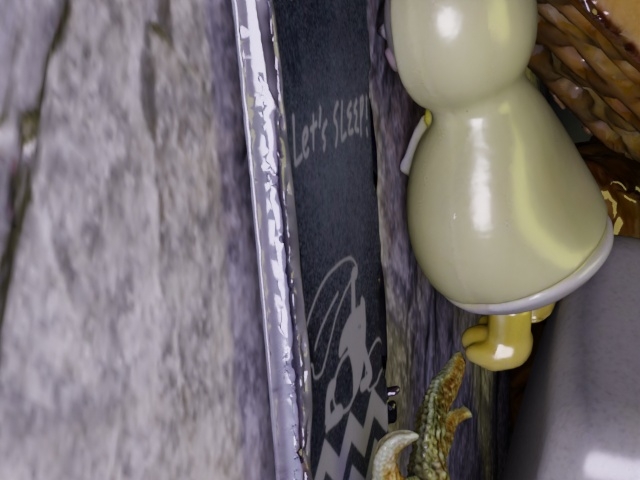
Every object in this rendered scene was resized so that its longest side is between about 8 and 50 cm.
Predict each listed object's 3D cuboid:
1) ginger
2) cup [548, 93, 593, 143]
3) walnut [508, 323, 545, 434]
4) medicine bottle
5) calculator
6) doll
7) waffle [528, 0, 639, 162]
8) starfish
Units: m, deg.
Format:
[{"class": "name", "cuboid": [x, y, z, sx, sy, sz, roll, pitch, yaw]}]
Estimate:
[{"class": "ginger", "cuboid": [0.210, -0.008, 1.098, 0.165, 0.172, 0.321, -54, 166, 6]}, {"class": "cup", "cuboid": [0.414, -0.162, 1.628, 0.163, 0.347, 0.347, 55, 32, -30]}, {"class": "walnut", "cuboid": [0.271, 0.148, 1.260, 0.336, 0.208, 0.209, -104, -173, -72]}, {"class": "medicine bottle", "cuboid": [0.188, 0.192, 0.950, 0.282, 0.122, 0.375, -68, 166, -48]}, {"class": "calculator", "cuboid": [-0.001, 0.000, 0.578, 0.165, 0.028, 0.274, -33, 120, -71]}, {"class": "doll", "cuboid": [0.092, -0.065, 0.791, 0.141, 0.117, 0.296, -46, 123, -42]}, {"class": "waffle", "cuboid": [0.208, -0.132, 0.873, 0.224, 0.098, 0.328, 45, 3, -13]}, {"class": "starfish", "cuboid": [0.044, 0.151, 0.657, 0.217, 0.050, 0.223, 99, 17, -46]}]
